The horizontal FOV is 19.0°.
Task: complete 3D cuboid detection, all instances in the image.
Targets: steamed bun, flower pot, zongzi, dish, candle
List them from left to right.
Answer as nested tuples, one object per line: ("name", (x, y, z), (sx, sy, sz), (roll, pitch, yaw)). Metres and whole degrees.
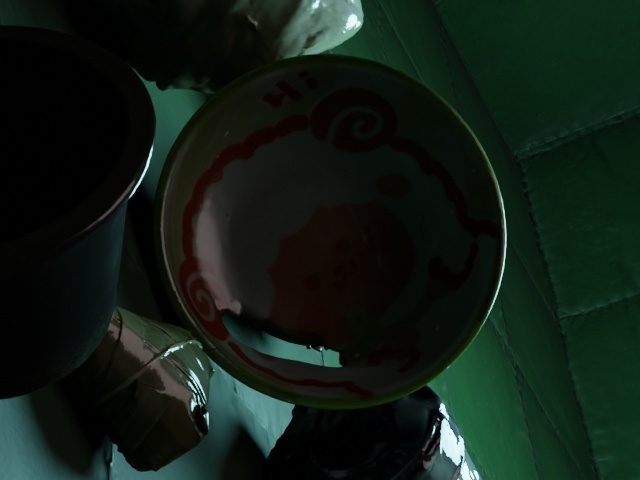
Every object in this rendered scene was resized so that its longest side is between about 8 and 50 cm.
("flower pot", (-0.202, -0.002, 1.129), (0.235, 0.235, 0.148), (-96, 178, -49))
("zongzi", (-0.153, 0.067, 1.471), (0.178, 0.081, 0.189), (54, 11, -16))
("steamed bun", (-0.117, -0.268, 1.774), (0.207, 0.268, 0.280), (-34, 128, -39))
("dish", (0.000, 0.000, 1.764), (0.124, 0.324, 0.324), (139, -69, -75))
("candle", (0.084, 0.288, 1.826), (0.187, 0.187, 0.330), (-93, 159, -54))

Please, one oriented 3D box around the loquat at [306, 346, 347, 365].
("loquat", (0.007, 0.017, 1.936), (0.213, 0.213, 0.213), (-21, 90, -77))
